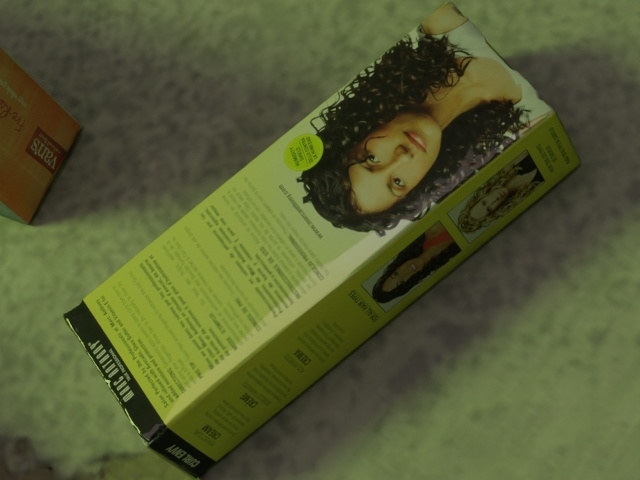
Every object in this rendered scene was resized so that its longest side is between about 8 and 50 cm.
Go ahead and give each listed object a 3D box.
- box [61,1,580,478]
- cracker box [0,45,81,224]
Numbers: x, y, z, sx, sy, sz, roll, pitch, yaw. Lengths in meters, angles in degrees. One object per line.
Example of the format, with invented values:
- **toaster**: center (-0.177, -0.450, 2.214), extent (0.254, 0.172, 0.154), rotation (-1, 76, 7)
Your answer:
- **box**: center (0.000, 0.000, 0.774), extent (0.232, 0.058, 0.087), rotation (-41, 58, 1)
- **cracker box**: center (-0.257, -0.097, 0.869), extent (0.232, 0.156, 0.067), rotation (20, 75, 28)
